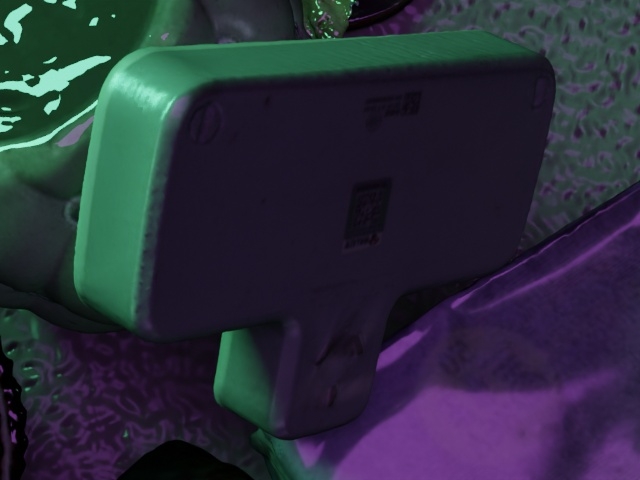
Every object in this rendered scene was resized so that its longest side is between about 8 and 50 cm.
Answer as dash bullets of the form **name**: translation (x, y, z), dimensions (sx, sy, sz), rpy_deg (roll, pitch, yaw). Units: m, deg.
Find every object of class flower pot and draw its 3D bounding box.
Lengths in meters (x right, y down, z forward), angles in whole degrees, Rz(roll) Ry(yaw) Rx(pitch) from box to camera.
- **flower pot**: translation (-0.114, -0.071, 0.834), dimensions (0.246, 0.195, 0.246), rpy_deg (-9, 61, 16)

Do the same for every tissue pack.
- **tissue pack**: translation (0.182, 0.193, 0.868), dimensions (0.288, 0.124, 0.394), rpy_deg (-31, 83, -11)

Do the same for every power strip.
- **power strip**: translation (-0.001, 0.000, 0.763), dimensions (0.265, 0.059, 0.193), rpy_deg (-10, 118, -45)

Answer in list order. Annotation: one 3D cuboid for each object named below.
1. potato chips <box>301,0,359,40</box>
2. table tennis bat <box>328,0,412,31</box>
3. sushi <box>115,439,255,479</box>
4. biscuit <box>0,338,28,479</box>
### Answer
- **potato chips**: translation (-0.015, -0.203, 0.960), dimensions (0.092, 0.028, 0.207), rpy_deg (-22, 79, -12)
- **table tennis bat**: translation (-0.037, -0.191, 0.979), dimensions (0.220, 0.019, 0.130), rpy_deg (1, 77, -7)
- **sushi**: translation (-0.090, 0.269, 0.740), dimensions (0.294, 0.281, 0.299), rpy_deg (-29, 77, -14)
- **biscuit**: translation (-0.247, 0.103, 0.847), dimensions (0.194, 0.053, 0.194), rpy_deg (2, 96, 15)
